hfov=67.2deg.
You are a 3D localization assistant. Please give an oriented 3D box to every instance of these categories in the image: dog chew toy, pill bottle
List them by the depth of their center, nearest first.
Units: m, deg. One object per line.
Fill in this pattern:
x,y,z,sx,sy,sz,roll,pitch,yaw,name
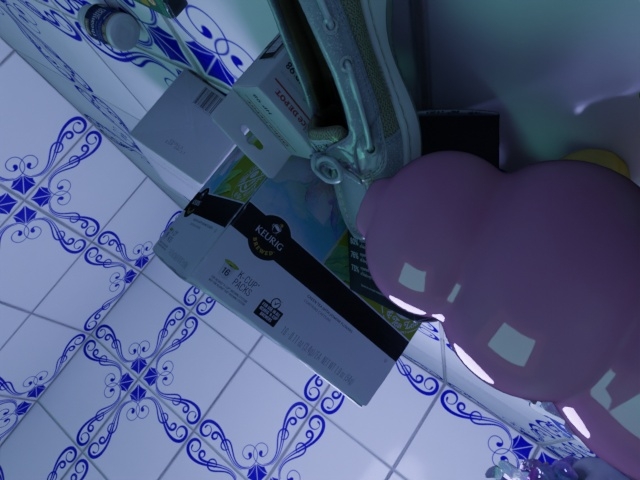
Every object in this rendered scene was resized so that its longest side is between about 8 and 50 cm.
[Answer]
0.184,0.035,0.353,0.331,0.207,0.207,25,166,12,dog chew toy
-0.404,-0.407,0.909,0.120,0.067,0.067,30,166,27,pill bottle

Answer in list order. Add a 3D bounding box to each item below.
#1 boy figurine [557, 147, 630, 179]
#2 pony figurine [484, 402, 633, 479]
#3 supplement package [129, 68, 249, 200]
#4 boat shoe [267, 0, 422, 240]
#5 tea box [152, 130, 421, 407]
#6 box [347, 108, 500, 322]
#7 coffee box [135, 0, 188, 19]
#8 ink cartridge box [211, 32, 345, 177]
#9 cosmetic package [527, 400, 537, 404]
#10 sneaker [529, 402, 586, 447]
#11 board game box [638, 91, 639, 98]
0.233,-0.021,0.555,0.177,0.092,0.285,35,167,8,boy figurine
0.395,0.348,0.665,0.350,0.303,0.363,23,-167,41,pony figurine
-0.254,-0.191,1.051,0.177,0.175,0.293,34,168,1,supplement package
0.010,-0.136,0.413,0.118,0.103,0.321,46,153,55,boat shoe
0.000,0.000,0.716,0.329,0.324,0.220,42,167,-28,tea box
0.107,-0.033,0.537,0.108,0.207,0.153,-6,-169,-22,box
-0.283,-0.397,0.677,0.184,0.040,0.113,32,167,19,coffee box
-0.014,-0.158,0.499,0.104,0.180,0.060,44,167,-36,ink cartridge box
0.373,0.210,0.957,0.107,0.127,0.238,22,163,51,cosmetic package
0.565,0.380,1.059,0.182,0.128,0.315,35,170,-6,sneaker
0.307,-0.054,0.331,0.181,0.043,0.092,42,167,-27,board game box
